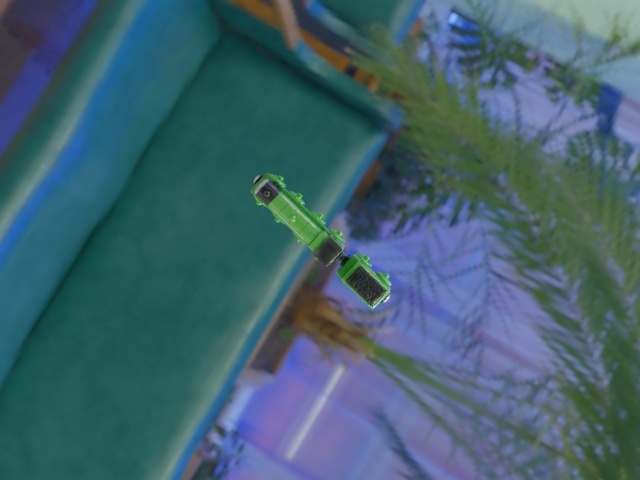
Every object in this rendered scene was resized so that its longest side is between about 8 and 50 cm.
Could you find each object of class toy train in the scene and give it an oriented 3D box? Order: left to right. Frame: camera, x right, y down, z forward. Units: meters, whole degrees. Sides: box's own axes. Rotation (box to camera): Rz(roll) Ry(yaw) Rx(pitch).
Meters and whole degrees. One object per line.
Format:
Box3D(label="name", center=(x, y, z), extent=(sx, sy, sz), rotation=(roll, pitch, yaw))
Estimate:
Box3D(label="toy train", center=(0.000, 0.000, 0.615), extent=(0.017, 0.083, 0.024), rotation=(-47, 180, 9))
